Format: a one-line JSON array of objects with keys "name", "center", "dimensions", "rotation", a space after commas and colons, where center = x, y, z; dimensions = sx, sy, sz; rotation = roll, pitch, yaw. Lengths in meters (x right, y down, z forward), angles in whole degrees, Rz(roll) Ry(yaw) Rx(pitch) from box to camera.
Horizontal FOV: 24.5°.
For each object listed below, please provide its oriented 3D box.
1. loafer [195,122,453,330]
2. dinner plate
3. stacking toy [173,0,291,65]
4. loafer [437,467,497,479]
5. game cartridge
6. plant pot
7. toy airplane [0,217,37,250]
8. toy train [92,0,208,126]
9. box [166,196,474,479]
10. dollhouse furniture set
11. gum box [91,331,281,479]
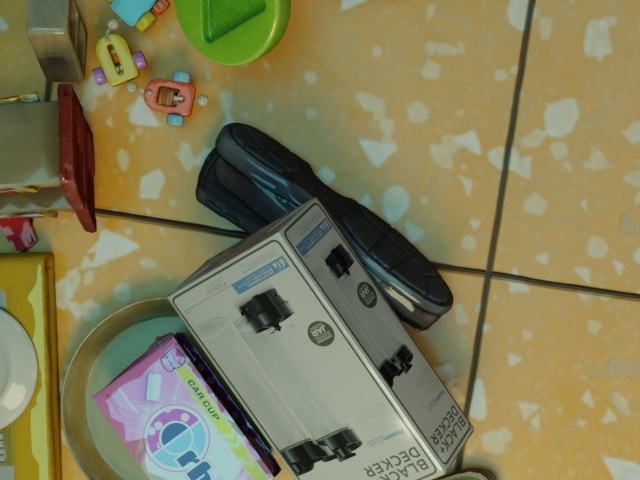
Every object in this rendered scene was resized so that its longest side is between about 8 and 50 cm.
[{"name": "loafer", "center": [0.000, 0.000, 1.529], "dimensions": [0.302, 0.109, 0.095], "rotation": [39, 114, 10]}, {"name": "dinner plate", "center": [-0.368, 0.136, 1.551], "dimensions": [0.141, 0.017, 0.141], "rotation": [0, 91, 9]}, {"name": "stacking toy", "center": [-0.076, -0.344, 1.476], "dimensions": [0.309, 0.130, 0.279], "rotation": [39, 124, 19]}, {"name": "loafer", "center": [0.117, 0.282, 1.535], "dimensions": [0.148, 0.050, 0.056], "rotation": [-24, 89, 6]}, {"name": "game cartridge", "center": [-0.443, 0.158, 1.590], "dimensions": [0.323, 0.052, 0.285], "rotation": [-2, 91, 5]}, {"name": "plant pot", "center": [-0.158, 0.177, 1.571], "dimensions": [0.236, 0.032, 0.236], "rotation": [0, 92, 6]}, {"name": "toy airplane", "center": [-0.376, -0.047, 1.591], "dimensions": [0.151, 0.028, 0.151], "rotation": [0, 89, 6]}, {"name": "toy train", "center": [-0.176, -0.207, 1.563], "dimensions": [0.125, 0.046, 0.166], "rotation": [5, 91, -1]}, {"name": "box", "center": [0.002, 0.123, 1.469], "dimensions": [0.169, 0.087, 0.290], "rotation": [-28, 100, 34]}, {"name": "dollhouse furniture set", "center": [-0.341, -0.196, 1.535], "dimensions": [0.201, 0.152, 0.374], "rotation": [-3, 72, -1]}, {"name": "gum box", "center": [-0.140, 0.195, 1.521], "dimensions": [0.107, 0.062, 0.188], "rotation": [-36, 87, 5]}]
